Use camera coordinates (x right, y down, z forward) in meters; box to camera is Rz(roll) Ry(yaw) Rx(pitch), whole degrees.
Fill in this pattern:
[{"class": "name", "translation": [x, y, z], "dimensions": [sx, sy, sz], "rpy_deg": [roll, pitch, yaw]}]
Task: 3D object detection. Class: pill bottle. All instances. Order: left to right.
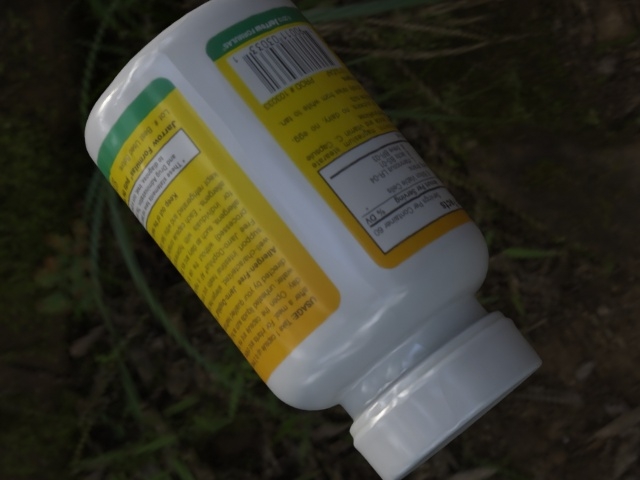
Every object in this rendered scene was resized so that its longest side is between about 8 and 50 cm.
[{"class": "pill bottle", "translation": [0.000, 0.000, 0.682], "dimensions": [0.208, 0.118, 0.117], "rpy_deg": [51, 134, 10]}]
